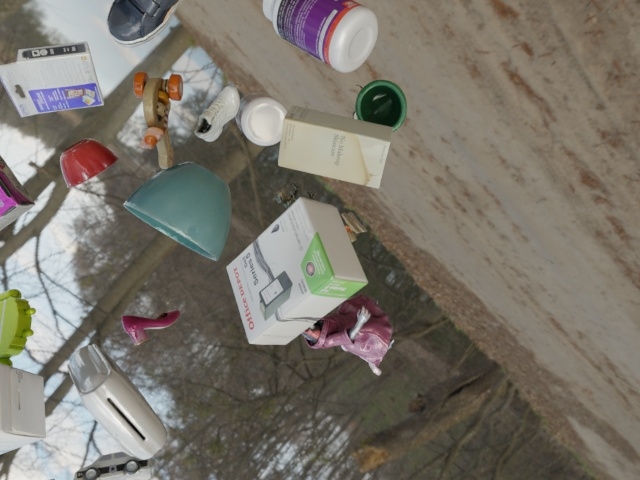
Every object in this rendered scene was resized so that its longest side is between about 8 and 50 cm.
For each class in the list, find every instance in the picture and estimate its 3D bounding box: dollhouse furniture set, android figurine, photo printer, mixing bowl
[{"bbox_3d":[0.000,0.000,1.918,0.135,0.262,0.259,53,-160,10],"label":"dollhouse furniture set"},{"bbox_3d":[-0.921,0.262,1.558,0.056,0.273,0.248,30,-134,-54],"label":"android figurine"},{"bbox_3d":[-0.517,0.408,1.367,0.307,0.107,0.256,10,136,58],"label":"photo printer"},{"bbox_3d":[-0.734,-0.254,1.670,0.181,0.181,0.098,26,148,60],"label":"mixing bowl"}]

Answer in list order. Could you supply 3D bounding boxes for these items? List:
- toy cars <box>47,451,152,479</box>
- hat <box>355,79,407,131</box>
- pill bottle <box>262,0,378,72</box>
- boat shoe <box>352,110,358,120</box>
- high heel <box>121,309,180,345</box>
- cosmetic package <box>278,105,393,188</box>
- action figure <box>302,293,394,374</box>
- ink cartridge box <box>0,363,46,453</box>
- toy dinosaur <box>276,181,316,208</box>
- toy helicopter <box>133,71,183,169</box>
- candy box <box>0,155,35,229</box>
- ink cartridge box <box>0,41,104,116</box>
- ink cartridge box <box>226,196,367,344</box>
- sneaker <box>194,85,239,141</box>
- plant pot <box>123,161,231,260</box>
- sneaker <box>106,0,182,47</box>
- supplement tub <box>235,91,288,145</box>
[{"bbox_3d":[-0.616,0.627,1.386,0.176,0.394,0.087,46,-162,-50],"label":"toy cars"},{"bbox_3d":[0.213,-0.467,1.872,0.183,0.173,0.208,-40,-60,-77],"label":"hat"},{"bbox_3d":[-0.008,-0.620,1.517,0.323,0.181,0.181,37,172,23],"label":"pill bottle"},{"bbox_3d":[0.161,-0.492,2.111,0.043,0.049,0.137,31,-154,28],"label":"boat shoe"},{"bbox_3d":[-0.622,0.281,1.984,0.082,0.244,0.117,-16,101,38],"label":"high heel"},{"bbox_3d":[0.044,-0.275,1.576,0.309,0.113,0.160,13,125,6],"label":"cosmetic package"},{"bbox_3d":[0.046,0.283,1.719,0.370,0.275,0.248,0,-156,-39],"label":"action figure"},{"bbox_3d":[-0.832,0.434,1.321,0.168,0.233,0.171,66,-175,-64],"label":"ink cartridge box"},{"bbox_3d":[-0.076,-0.143,2.000,0.064,0.118,0.268,-4,153,40],"label":"toy dinosaur"},{"bbox_3d":[-0.525,-0.360,1.761,0.140,0.235,0.355,3,142,-3],"label":"toy helicopter"},{"bbox_3d":[-0.698,-0.066,1.031,0.159,0.233,0.071,56,-178,-2],"label":"candy box"},{"bbox_3d":[-0.657,-0.391,1.318,0.206,0.208,0.045,120,132,-66],"label":"ink cartridge box"},{"bbox_3d":[-0.059,0.073,1.137,0.115,0.273,0.198,11,-133,-46],"label":"ink cartridge box"},{"bbox_3d":[-0.378,-0.461,1.960,0.090,0.232,0.115,36,-165,7],"label":"sneaker"},{"bbox_3d":[-0.360,-0.100,1.483,0.290,0.195,0.290,28,168,6],"label":"plant pot"},{"bbox_3d":[-0.351,-0.564,1.168,0.126,0.321,0.127,46,178,0],"label":"sneaker"},{"bbox_3d":[-0.243,-0.501,2.188,0.191,0.191,0.272,43,-176,-26],"label":"supplement tub"}]
